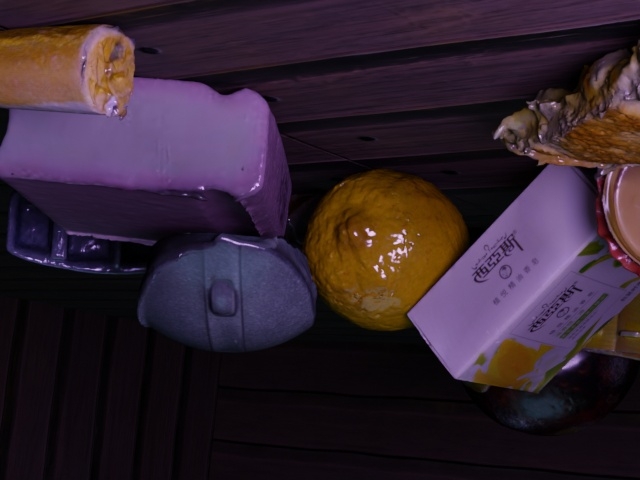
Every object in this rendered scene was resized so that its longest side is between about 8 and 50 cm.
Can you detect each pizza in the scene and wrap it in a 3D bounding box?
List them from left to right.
[{"bbox_3d":[0.259,-0.110,1.141,0.288,0.075,0.280,0,166,40],"label":"pizza"}]

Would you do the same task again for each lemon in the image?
[{"bbox_3d":[0.079,0.012,1.614,0.192,0.192,0.231,2,173,23],"label":"lemon"}]

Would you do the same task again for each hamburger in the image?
[{"bbox_3d":[0.354,-0.030,1.292,0.175,0.175,0.137,1,177,27],"label":"hamburger"}]

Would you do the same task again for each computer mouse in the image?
[{"bbox_3d":[-0.103,0.070,1.586,0.203,0.114,0.374,3,170,2],"label":"computer mouse"}]

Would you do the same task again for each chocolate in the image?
[{"bbox_3d":[-0.269,-0.152,1.195,0.219,0.085,0.085,5,172,27],"label":"chocolate"}]

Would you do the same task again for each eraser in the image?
[{"bbox_3d":[-0.177,-0.075,1.472,0.272,0.122,0.359,7,170,4],"label":"eraser"}]

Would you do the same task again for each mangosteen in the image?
[{"bbox_3d":[0.327,0.141,2.036,0.311,0.311,0.311,5,171,1],"label":"mangosteen"}]

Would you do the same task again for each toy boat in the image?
[{"bbox_3d":[-0.289,-0.014,1.889,0.283,0.127,0.078,5,172,-14],"label":"toy boat"}]

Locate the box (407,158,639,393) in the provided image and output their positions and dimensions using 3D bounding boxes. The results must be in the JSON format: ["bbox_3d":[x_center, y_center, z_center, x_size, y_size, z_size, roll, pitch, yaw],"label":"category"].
[{"bbox_3d":[0.255,0.045,1.540,0.260,0.111,0.194,-47,146,21],"label":"box"}]

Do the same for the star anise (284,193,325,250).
[{"bbox_3d":[0.018,0.005,1.880,0.315,0.108,0.315,9,164,3],"label":"star anise"}]

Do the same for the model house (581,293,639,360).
[{"bbox_3d":[0.506,0.135,1.871,0.324,0.300,0.340,8,173,18],"label":"model house"}]
